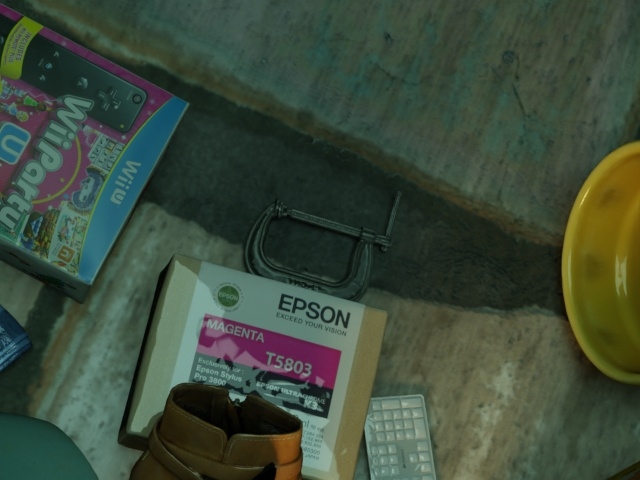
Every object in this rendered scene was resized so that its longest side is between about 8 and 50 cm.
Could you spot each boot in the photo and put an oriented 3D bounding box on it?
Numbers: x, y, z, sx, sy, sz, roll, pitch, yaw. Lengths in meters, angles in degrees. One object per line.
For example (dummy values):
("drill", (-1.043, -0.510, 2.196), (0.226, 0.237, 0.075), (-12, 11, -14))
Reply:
("boot", (-0.040, 0.248, 1.545), (0.283, 0.220, 0.109), (17, 32, 0))

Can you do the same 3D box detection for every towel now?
("towel", (-0.347, 0.079, 1.618), (0.067, 0.029, 0.119), (-42, 87, -21))

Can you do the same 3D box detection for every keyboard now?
("keyboard", (0.091, 0.287, 1.675), (0.072, 0.014, 0.256), (-4, 76, -15))

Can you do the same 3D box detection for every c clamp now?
("c clamp", (0.000, 0.000, 1.733), (0.160, 0.022, 0.137), (11, 77, -12))

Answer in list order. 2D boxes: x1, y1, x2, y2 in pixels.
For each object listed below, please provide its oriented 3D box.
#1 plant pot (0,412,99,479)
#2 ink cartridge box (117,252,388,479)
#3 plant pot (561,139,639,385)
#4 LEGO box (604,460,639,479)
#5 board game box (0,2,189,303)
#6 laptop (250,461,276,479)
("plant pot", (-0.317, 0.286, 1.443), (0.235, 0.293, 0.293), (-21, 80, -32))
("ink cartridge box", (-0.067, 0.138, 1.640), (0.234, 0.088, 0.193), (15, 73, -9))
("plant pot", (0.424, 0.029, 1.720), (0.239, 0.254, 0.254), (4, 73, -27))
("LEGO box", (0.427, 0.273, 1.572), (0.500, 0.372, 0.193), (-26, 82, -19))
("board game box", (-0.319, -0.108, 1.643), (0.303, 0.097, 0.224), (28, 70, -6))
("laptop", (-0.241, 0.383, 1.345), (0.407, 0.236, 0.382), (8, 104, -17))
